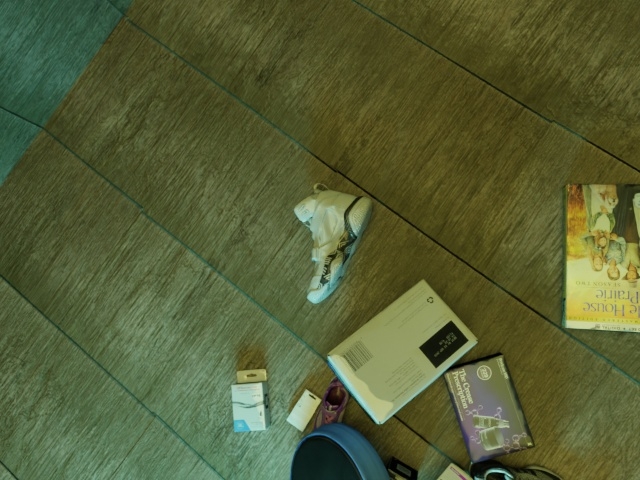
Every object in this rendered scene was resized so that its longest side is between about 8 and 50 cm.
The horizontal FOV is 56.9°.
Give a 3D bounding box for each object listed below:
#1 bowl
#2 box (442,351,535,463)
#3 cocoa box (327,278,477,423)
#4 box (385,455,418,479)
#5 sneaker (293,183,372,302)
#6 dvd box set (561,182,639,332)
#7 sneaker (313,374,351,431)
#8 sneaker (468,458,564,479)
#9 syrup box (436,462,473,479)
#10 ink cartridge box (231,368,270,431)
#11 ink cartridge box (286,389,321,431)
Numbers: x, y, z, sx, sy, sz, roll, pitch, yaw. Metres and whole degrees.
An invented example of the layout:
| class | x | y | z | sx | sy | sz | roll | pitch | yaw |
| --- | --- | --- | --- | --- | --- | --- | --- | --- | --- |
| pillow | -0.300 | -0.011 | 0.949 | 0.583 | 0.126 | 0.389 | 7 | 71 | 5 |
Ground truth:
| class | x | y | z | sx | sy | sz | roll | pitch | yaw |
| --- | --- | --- | --- | --- | --- | --- | --- | --- | --- |
| bowl | 0.047 | 0.713 | 1.636 | 0.391 | 0.077 | 0.392 | 2 | 92 | 51 |
| box | 0.474 | 0.473 | 1.683 | 0.184 | 0.103 | 0.262 | -19 | 79 | 7 |
| cocoa box | 0.218 | 0.318 | 1.657 | 0.347 | 0.228 | 0.231 | -37 | 76 | -10 |
| box | 0.203 | 0.723 | 1.678 | 0.093 | 0.156 | 0.158 | 27 | 89 | 13 |
| sneaker | 0.000 | 0.000 | 1.834 | 0.210 | 0.137 | 0.366 | 25 | 83 | 15 |
| dvd box set | 0.851 | 0.049 | 1.677 | 0.307 | 0.062 | 0.421 | 3 | 83 | 13 |
| sneaker | 0.033 | 0.516 | 1.770 | 0.095 | 0.104 | 0.237 | 16 | 87 | 12 |
| sneaker | 0.544 | 0.671 | 1.612 | 0.268 | 0.153 | 0.102 | 9 | 85 | 12 |
| syrup box | 0.328 | 0.745 | 1.630 | 0.237 | 0.093 | 0.096 | -41 | 52 | -17 |
| ink cartridge box | -0.219 | 0.499 | 1.848 | 0.104 | 0.060 | 0.180 | -8 | 81 | 12 |
| ink cartridge box | -0.048 | 0.523 | 1.824 | 0.062 | 0.029 | 0.115 | 32 | 89 | 15 |
